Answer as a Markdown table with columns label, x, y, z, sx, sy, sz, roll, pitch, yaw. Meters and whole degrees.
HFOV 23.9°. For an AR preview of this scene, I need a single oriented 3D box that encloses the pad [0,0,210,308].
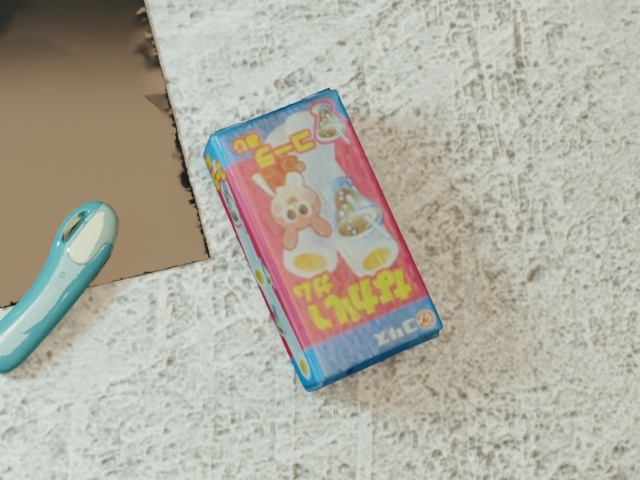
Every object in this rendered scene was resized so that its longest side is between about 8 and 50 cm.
| label | x | y | z | sx | sy | sz | roll | pitch | yaw |
| --- | --- | --- | --- | --- | --- | --- | --- | --- | --- |
| pad | -0.286 | -0.127 | 1.709 | 0.247 | 0.007 | 0.368 | -14 | 83 | -14 |

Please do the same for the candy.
| label | x | y | z | sx | sy | sz | roll | pitch | yaw |
| --- | --- | --- | --- | --- | --- | --- | --- | --- | --- |
| candy | 0.000 | 0.000 | 1.694 | 0.157 | 0.100 | 0.306 | -23 | 84 | -16 |

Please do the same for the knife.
| label | x | y | z | sx | sy | sz | roll | pitch | yaw |
| --- | --- | --- | --- | --- | --- | --- | --- | --- | --- |
| knife | -0.296 | 0.051 | 1.655 | 0.064 | 0.031 | 0.222 | 37 | 79 | -7 |
